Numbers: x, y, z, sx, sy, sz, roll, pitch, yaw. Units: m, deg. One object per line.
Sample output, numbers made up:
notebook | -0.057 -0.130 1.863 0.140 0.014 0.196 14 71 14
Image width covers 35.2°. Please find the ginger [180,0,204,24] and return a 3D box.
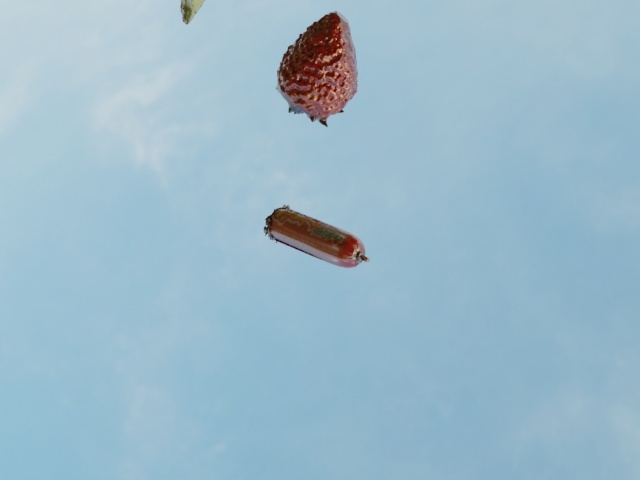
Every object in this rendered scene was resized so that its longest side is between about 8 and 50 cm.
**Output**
ginger | -0.109 -0.273 0.959 0.137 0.044 0.057 -60 -143 11

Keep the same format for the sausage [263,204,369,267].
sausage | 0.000 0.000 1.140 0.145 0.050 0.048 23 -90 42

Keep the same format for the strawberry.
strawberry | 0.007 -0.251 1.474 0.148 0.131 0.131 -45 -136 22
